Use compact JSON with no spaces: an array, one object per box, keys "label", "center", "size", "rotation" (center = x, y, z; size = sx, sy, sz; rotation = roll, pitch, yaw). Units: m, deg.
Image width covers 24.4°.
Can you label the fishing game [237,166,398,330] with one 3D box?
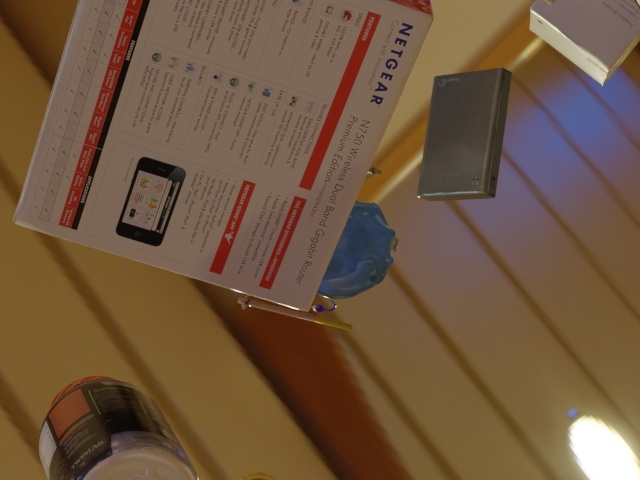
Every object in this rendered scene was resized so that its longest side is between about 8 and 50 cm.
[{"label":"fishing game","center":[0.000,0.000,1.785],"size":[0.189,0.041,0.264],"rotation":[11,-131,-4]}]

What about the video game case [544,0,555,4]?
[{"label":"video game case","center":[0.197,-0.365,1.786],"size":[0.190,0.022,0.173],"rotation":[47,-165,18]}]

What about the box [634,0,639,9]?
[{"label":"box","center":[0.393,-0.264,1.343],"size":[0.186,0.145,0.038],"rotation":[18,158,48]}]

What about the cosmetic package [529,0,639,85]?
[{"label":"cosmetic package","center":[0.426,-0.357,2.224],"size":[0.151,0.184,0.151],"rotation":[39,-177,8]}]

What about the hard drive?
[{"label":"hard drive","center":[0.151,-0.110,1.550],"size":[0.022,0.094,0.135],"rotation":[19,-105,-43]}]

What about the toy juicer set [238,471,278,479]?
[{"label":"toy juicer set","center":[0.030,0.400,1.687],"size":[0.329,0.089,0.209],"rotation":[18,-107,-16]}]

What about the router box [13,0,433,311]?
[{"label":"router box","center":[-0.096,-0.124,1.379],"size":[0.301,0.335,0.082],"rotation":[18,-151,-10]}]

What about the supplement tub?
[{"label":"supplement tub","center":[-0.179,0.193,1.283],"size":[0.117,0.117,0.190],"rotation":[31,-175,-24]}]
